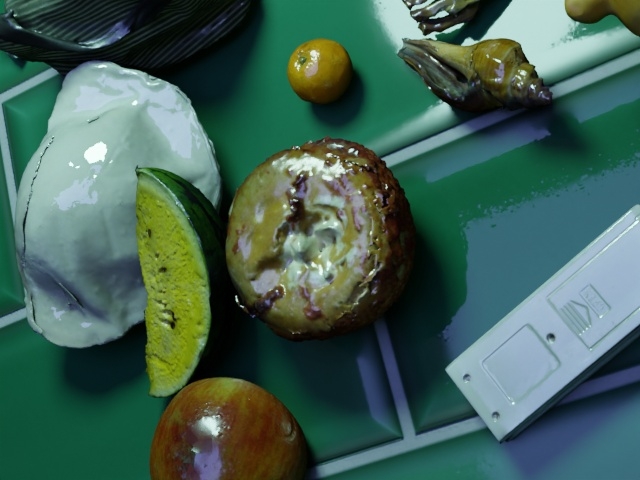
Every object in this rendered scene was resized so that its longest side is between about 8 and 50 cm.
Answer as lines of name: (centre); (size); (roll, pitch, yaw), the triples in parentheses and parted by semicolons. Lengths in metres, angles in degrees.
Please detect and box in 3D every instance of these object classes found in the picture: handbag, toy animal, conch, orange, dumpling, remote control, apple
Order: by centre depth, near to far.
remote control: (0.272, 0.092, 1.182); (0.277, 0.055, 0.103); (-43, 64, 14)
conch: (0.181, -0.190, 1.278); (0.232, 0.080, 0.086); (8, 69, 52)
apple: (-0.112, 0.251, 1.299); (0.195, 0.160, 0.173); (10, 62, 22)
toy animal: (0.179, -0.374, 1.321); (0.149, 0.054, 0.276); (33, 94, 25)
orange: (-0.001, -0.211, 1.366); (0.083, 0.083, 0.084); (-6, 77, 26)
dumpling: (-0.259, -0.035, 1.412); (0.260, 0.181, 0.341); (10, 68, 12)
handbag: (-0.279, -0.353, 1.445); (0.340, 0.240, 0.247); (-14, 75, 22)

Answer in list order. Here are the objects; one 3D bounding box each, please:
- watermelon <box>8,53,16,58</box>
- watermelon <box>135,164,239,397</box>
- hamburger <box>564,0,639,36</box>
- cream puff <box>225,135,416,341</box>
watermelon: (-0.460, -0.318, 1.626); (0.085, 0.061, 0.085); (-2, 85, 33)
watermelon: (-0.166, 0.055, 1.342); (0.129, 0.123, 0.301); (1, 106, 11)
hamburger: (0.375, -0.325, 1.111); (0.236, 0.276, 0.277); (-2, 79, 37)
cream puff: (0.000, 0.001, 1.277); (0.240, 0.164, 0.240); (2, 95, 19)
